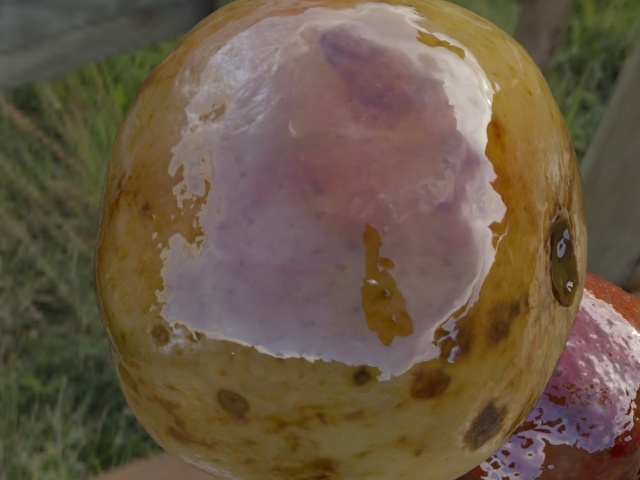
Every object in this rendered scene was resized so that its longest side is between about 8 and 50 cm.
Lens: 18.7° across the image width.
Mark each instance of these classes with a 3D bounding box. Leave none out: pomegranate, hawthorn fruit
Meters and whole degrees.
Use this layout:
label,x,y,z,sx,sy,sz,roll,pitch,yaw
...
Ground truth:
label,x,y,z,sx,sy,sz,roll,pitch,yaw
pomegranate,0.000,0.000,0.798,0.215,0.215,0.215,5,57,-8
hawthorn fruit,0.168,0.105,1.639,0.254,0.254,0.300,-25,71,-24
